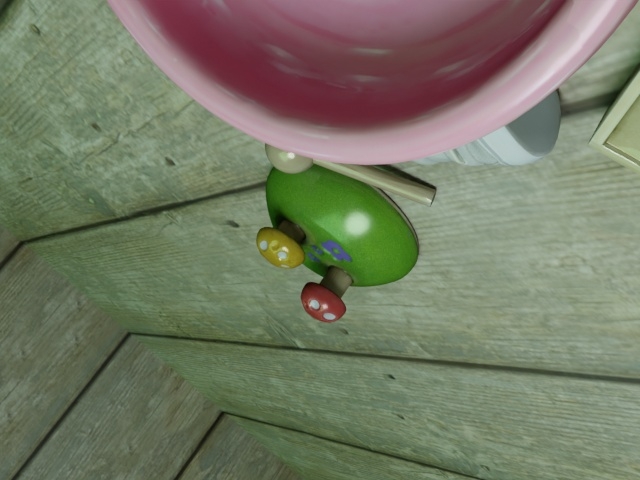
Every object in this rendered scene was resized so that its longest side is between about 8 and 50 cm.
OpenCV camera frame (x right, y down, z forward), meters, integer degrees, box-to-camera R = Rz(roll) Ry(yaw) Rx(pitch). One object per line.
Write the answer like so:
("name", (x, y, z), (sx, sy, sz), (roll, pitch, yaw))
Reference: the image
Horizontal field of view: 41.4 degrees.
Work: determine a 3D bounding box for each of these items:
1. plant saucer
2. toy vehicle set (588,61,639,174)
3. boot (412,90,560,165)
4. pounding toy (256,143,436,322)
("plant saucer", (0.008, -0.201, 0.368), (0.332, 0.084, 0.332), (20, 126, 30))
("toy vehicle set", (0.262, -0.086, 0.424), (0.166, 0.035, 0.267), (32, 157, 9))
("boot", (0.044, -0.138, 0.547), (0.123, 0.095, 0.258), (-3, 137, 46))
("pounding toy", (0.000, 0.000, 0.855), (0.183, 0.110, 0.237), (31, 157, 10))
